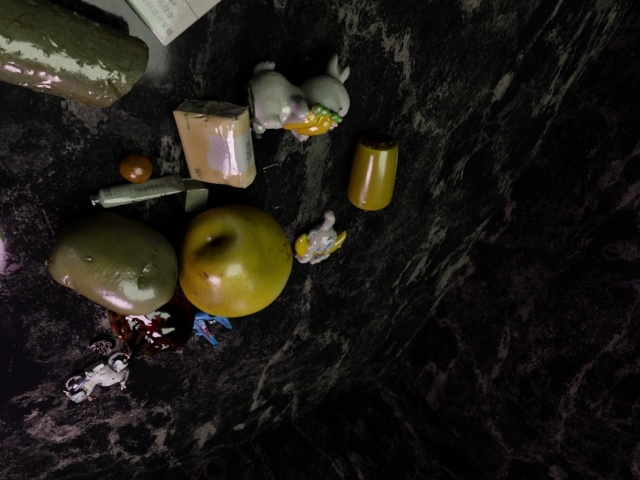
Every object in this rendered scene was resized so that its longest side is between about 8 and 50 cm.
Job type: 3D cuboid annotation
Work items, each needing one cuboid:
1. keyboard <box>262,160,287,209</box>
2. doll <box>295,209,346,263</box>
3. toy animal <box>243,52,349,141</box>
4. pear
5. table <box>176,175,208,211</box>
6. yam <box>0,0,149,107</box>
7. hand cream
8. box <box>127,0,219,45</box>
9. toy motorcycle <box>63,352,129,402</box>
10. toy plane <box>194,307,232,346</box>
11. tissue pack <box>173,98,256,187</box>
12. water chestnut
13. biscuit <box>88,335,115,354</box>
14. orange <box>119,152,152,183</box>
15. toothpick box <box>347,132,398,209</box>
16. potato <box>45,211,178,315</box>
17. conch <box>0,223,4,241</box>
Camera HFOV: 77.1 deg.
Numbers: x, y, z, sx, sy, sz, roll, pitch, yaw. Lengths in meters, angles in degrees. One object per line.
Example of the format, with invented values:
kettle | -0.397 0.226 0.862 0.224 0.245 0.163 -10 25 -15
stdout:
keyboard | -0.156 -0.186 1.391 0.064 0.010 0.198 -27 143 -17
doll | 0.000 0.000 1.654 0.252 0.111 0.237 -39 145 13
toy animal | -0.050 -0.383 1.099 0.310 0.247 0.182 -13 156 -12
pear | -0.268 0.061 1.262 0.362 0.362 0.418 -38 162 -5
table | -0.375 -0.140 1.171 0.063 0.083 0.079 -9 135 -36
yam | -0.500 -0.357 0.751 0.304 0.168 0.168 6 124 -46
hand cream | -0.491 -0.135 1.085 0.234 0.080 0.050 -17 142 -23
box | -0.281 -0.553 0.821 0.259 0.071 0.168 -39 145 0
toy motorcycle | -0.807 0.514 1.476 0.221 0.102 0.150 -28 122 -23
toy plane | -0.444 0.263 1.460 0.105 0.272 0.253 -27 109 -57
tissue pack | -0.274 -0.254 1.072 0.090 0.187 0.222 -71 169 -45
water chestnut | -0.538 0.239 1.290 0.289 0.244 0.288 -20 133 -22
biscuit | -0.765 0.369 1.409 0.087 0.027 0.089 -9 135 -38
orange | -0.478 -0.185 1.038 0.085 0.085 0.085 -25 142 -21
toothpick box | 0.199 -0.264 1.503 0.175 0.175 0.271 -21 138 -26
potato | -0.538 0.059 1.088 0.326 0.221 0.243 38 72 -20
conch | -0.769 -0.081 0.855 0.116 0.106 0.172 -23 131 -54
